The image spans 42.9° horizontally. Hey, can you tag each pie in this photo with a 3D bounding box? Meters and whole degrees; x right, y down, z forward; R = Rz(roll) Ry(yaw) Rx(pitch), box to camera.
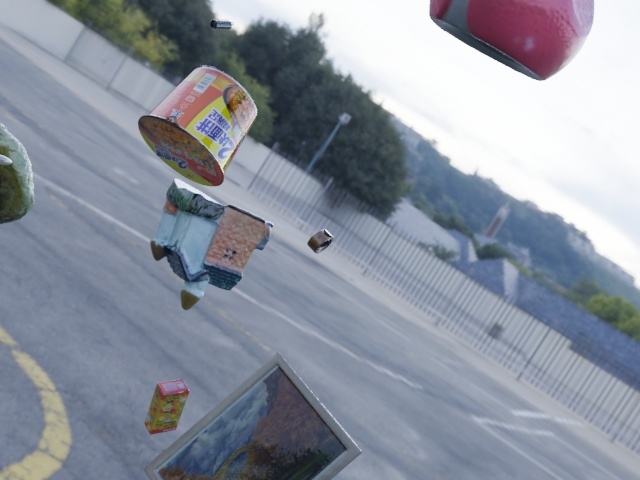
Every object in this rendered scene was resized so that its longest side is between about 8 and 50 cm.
[{"bbox_3d":[-0.856,-0.176,2.079,0.323,0.323,0.070,33,34,13],"label":"pie"}]

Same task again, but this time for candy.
[{"bbox_3d":[-0.321,0.347,1.703,0.062,0.122,0.038,-3,38,-37],"label":"candy"}]

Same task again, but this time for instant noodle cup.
[{"bbox_3d":[-0.240,-0.243,1.676,0.213,0.174,0.213,28,-22,13],"label":"instant noodle cup"}]

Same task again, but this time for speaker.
[{"bbox_3d":[0.339,-0.424,1.479,0.294,0.294,0.294,32,3,-2],"label":"speaker"}]

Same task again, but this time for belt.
[{"bbox_3d":[0.000,0.000,1.959,0.036,0.059,0.083,45,13,12],"label":"belt"}]

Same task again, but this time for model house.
[{"bbox_3d":[-0.295,0.027,2.003,0.253,0.291,0.184,26,-6,-34],"label":"model house"}]

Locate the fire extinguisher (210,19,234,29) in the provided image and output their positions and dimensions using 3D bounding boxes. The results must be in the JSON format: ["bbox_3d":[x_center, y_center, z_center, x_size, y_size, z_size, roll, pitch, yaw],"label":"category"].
[{"bbox_3d":[-0.263,-0.590,2.227,0.038,0.025,0.083,-9,5,34],"label":"fire extinguisher"}]

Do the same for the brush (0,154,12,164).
[{"bbox_3d":[-0.764,-0.194,1.716,0.042,0.039,0.299,5,-2,23],"label":"brush"}]

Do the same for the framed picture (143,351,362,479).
[{"bbox_3d":[-0.094,0.300,1.111,0.184,0.250,0.016,49,-5,18],"label":"framed picture"}]
